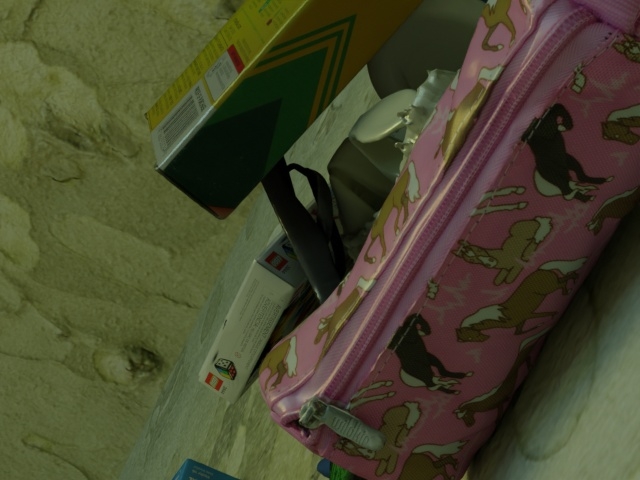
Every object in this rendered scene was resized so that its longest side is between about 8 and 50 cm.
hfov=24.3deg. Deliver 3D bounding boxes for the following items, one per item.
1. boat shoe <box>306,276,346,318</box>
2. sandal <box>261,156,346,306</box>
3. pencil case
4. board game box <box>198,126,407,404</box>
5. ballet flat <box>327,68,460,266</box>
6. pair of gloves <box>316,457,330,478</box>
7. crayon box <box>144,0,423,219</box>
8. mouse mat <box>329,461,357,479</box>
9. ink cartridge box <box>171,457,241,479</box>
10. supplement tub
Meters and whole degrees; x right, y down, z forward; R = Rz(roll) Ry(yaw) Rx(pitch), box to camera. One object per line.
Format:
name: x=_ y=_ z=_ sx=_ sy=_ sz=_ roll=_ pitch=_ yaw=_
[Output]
boat shoe: x=0.007 y=0.121 z=1.516 sx=0.059 sy=0.063 sz=0.170 roll=-126 pitch=55 yaw=-74
sandal: x=0.000 y=-0.003 z=1.341 sx=0.097 sy=0.054 sz=0.254 roll=66 pitch=178 yaw=-48
pencil case: x=0.105 y=-0.014 z=0.908 sx=0.167 sy=0.160 sz=0.386 roll=-92 pitch=28 yaw=-55
board game box: x=-0.004 y=0.016 z=1.552 sx=0.305 sy=0.053 sz=0.193 roll=-47 pitch=-11 yaw=-45
ballet flat: x=0.080 y=-0.064 z=1.312 sx=0.409 sy=0.147 sz=0.147 roll=137 pitch=156 yaw=-71
pair of gloves: x=0.044 y=0.131 z=1.352 sx=0.159 sy=0.023 sz=0.198 roll=-134 pitch=65 yaw=-80
crayon box: x=-0.022 y=-0.183 z=1.342 sx=0.318 sy=0.081 sz=0.202 roll=-48 pitch=19 yaw=9
mouse mat: x=0.022 y=0.162 z=1.221 sx=0.152 sy=0.007 sz=0.189 roll=-88 pitch=6 yaw=-46
ink cartridge box: x=-0.181 y=0.400 z=1.809 sx=0.134 sy=0.078 sz=0.231 roll=125 pitch=167 yaw=-51
supplement tub: x=0.127 y=-0.213 z=1.412 sx=0.144 sy=0.144 sz=0.199 roll=-59 pitch=10 yaw=40
